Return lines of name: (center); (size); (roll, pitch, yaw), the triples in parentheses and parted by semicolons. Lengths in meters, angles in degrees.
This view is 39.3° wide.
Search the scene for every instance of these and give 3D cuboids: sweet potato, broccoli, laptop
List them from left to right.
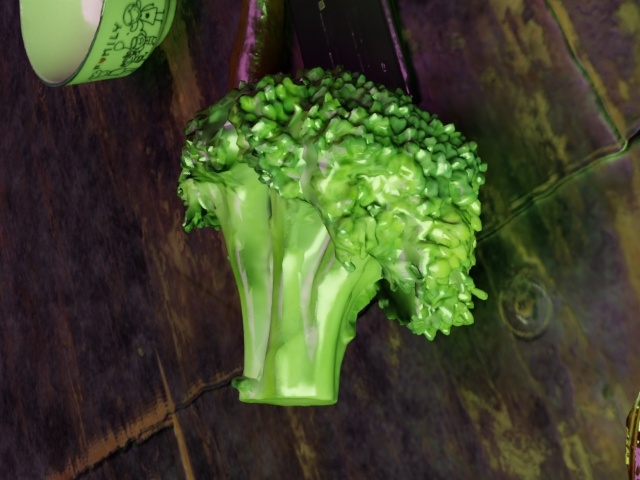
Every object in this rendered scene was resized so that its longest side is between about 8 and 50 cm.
sweet potato: (-0.064, -0.198, 0.909); (0.057, 0.057, 0.265); (14, 101, 48)
broccoli: (0.014, -0.015, 0.693); (0.235, 0.288, 0.260); (-24, 71, 6)
laptop: (0.021, -0.194, 0.843); (0.135, 0.016, 0.197); (-27, 72, 47)

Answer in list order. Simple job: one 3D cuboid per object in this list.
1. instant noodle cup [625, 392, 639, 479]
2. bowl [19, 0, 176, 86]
instant noodle cup: (0.287, 0.114, 0.434); (0.213, 0.174, 0.213); (3, 94, 47)
bowl: (-0.257, -0.298, 1.071); (0.237, 0.126, 0.238); (4, 95, 49)
